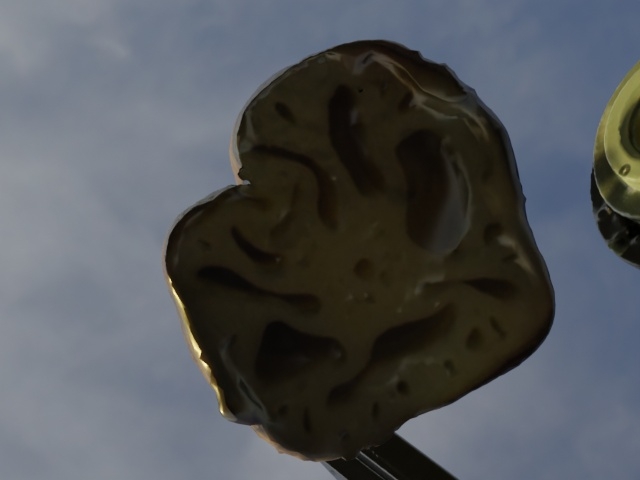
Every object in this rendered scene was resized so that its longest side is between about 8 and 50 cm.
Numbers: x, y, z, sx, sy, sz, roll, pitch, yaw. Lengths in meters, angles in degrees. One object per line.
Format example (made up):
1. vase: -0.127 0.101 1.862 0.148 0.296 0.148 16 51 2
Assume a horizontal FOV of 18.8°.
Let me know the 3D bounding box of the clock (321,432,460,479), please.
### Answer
1. clock: 0.097 0.221 1.423 0.049 0.273 0.279 -47 -142 -9

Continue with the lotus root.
1. lotus root: -0.001 0.000 1.021 0.188 0.199 0.180 -21 -170 -13

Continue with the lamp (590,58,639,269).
1. lamp: 0.329 -0.045 1.396 0.205 0.272 0.374 -46 -164 24
